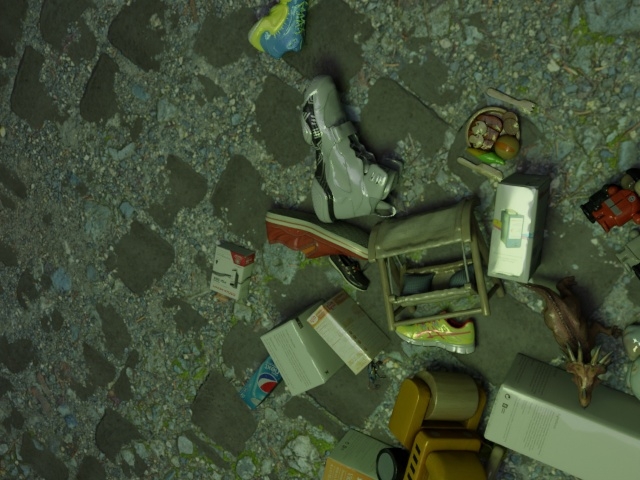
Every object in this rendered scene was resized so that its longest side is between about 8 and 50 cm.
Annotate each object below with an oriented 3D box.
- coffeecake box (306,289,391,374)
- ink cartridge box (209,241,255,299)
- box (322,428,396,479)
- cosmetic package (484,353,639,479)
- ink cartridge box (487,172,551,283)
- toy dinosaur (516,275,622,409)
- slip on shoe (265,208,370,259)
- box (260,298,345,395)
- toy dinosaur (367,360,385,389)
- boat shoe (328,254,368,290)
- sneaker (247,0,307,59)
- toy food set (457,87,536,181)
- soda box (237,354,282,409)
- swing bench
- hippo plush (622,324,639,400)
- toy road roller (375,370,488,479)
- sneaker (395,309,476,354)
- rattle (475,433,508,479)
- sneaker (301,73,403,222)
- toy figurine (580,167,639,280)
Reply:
[{"bbox_3d":[0.074,0.231,1.838,0.185,0.142,0.068,47,118,8],"label":"coffeecake box"},{"bbox_3d":[-0.247,0.085,2.006,0.099,0.056,0.135,19,111,20],"label":"ink cartridge box"},{"bbox_3d":[0.180,0.687,1.893,0.345,0.168,0.215,19,111,20],"label":"box"},{"bbox_3d":[0.580,0.413,1.609,0.365,0.197,0.155,21,112,21],"label":"cosmetic package"},{"bbox_3d":[0.440,-0.033,1.581,0.093,0.154,0.213,12,109,25],"label":"ink cartridge box"},{"bbox_3d":[0.543,0.193,1.564,0.127,0.200,0.296,-39,84,29],"label":"toy dinosaur"},{"bbox_3d":[0.000,0.000,1.827,0.331,0.123,0.101,15,107,28],"label":"slip on shoe"},{"bbox_3d":[-0.032,0.278,1.881,0.119,0.182,0.181,-29,89,31],"label":"box"},{"bbox_3d":[0.142,0.356,1.910,0.090,0.047,0.082,52,135,43],"label":"toy dinosaur"},{"bbox_3d":[0.077,0.074,1.848,0.133,0.049,0.042,48,126,13],"label":"boat shoe"},{"bbox_3d":[-0.063,-0.540,1.747,0.126,0.091,0.240,43,119,-11],"label":"sneaker"},{"bbox_3d":[0.389,-0.237,1.618,0.132,0.038,0.192,27,114,18],"label":"toy food set"},{"bbox_3d":[-0.144,0.381,2.026,0.067,0.071,0.210,43,117,10],"label":"soda box"},{"bbox_3d":[0.265,0.054,1.685,0.253,0.165,0.255,-14,97,29],"label":"swing bench"},{"bbox_3d":[0.758,0.274,1.459,0.294,0.236,0.234,-28,90,29],"label":"hippo plush"},{"bbox_3d":[0.295,0.493,1.689,0.240,0.202,0.330,34,113,61],"label":"toy road roller"},{"bbox_3d":[0.284,0.213,1.772,0.208,0.081,0.094,9,106,13],"label":"sneaker"},{"bbox_3d":[0.372,0.580,1.774,0.142,0.130,0.200,24,91,6],"label":"rattle"},{"bbox_3d":[0.081,-0.218,1.724,0.210,0.137,0.366,3,110,25],"label":"sneaker"},{"bbox_3d":[0.651,-0.034,1.450,0.148,0.213,0.210,-37,89,13],"label":"toy figurine"}]
